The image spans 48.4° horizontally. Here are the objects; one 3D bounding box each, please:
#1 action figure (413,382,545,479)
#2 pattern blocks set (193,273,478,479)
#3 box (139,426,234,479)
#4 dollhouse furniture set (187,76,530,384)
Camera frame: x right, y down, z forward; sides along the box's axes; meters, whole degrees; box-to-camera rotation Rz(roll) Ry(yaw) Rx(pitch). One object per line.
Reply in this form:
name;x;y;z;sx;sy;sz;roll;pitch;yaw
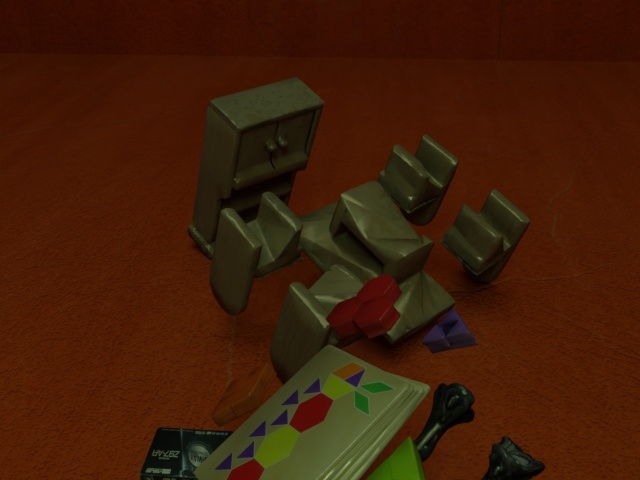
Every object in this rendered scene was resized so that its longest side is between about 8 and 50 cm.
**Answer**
action figure;0.053;0.252;0.559;0.275;0.141;0.164;-43;53;-15
pattern blocks set;-0.009;0.162;0.591;0.325;0.026;0.285;-38;22;-10
box;-0.134;0.223;0.727;0.083;0.018;0.067;2;29;5
dollhouse furniture set;0.000;0.000;0.996;0.362;0.256;0.394;-24;58;-35
